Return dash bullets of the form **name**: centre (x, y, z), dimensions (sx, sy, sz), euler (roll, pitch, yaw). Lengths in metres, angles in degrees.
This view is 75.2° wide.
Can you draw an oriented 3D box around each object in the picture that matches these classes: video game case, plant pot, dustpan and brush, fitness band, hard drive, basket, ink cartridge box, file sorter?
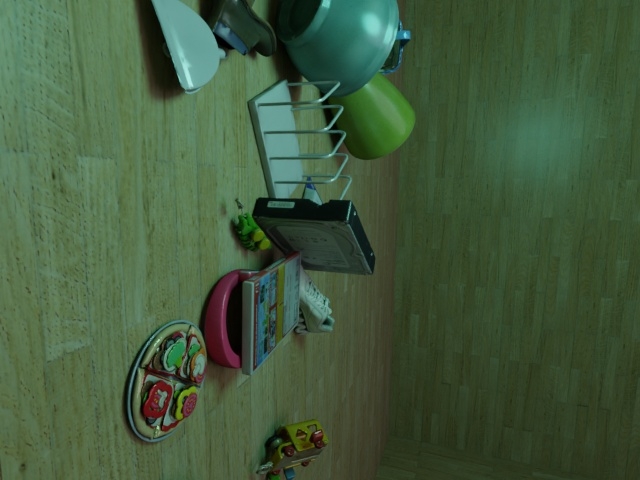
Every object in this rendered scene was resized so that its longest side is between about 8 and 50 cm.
- **video game case**: centre (-0.106, 0.151, 0.962), dimensions (0.285, 0.025, 0.203), euler (-34, 129, -70)
- **plant pot**: centre (0.014, -0.532, 1.022), dimensions (0.196, 0.293, 0.292), euler (11, 82, -43)
- **dustpan and brush**: centre (-0.208, -0.328, 0.713), dimensions (0.211, 0.060, 0.147), euler (-40, 118, -56)
- **fitness band**: centre (-0.160, 0.169, 0.922), dimensions (0.291, 0.054, 0.208), euler (20, 76, -72)
- **plant pot**: centre (0.141, -0.472, 1.418), dimensions (0.293, 0.275, 0.274), euler (41, 53, -47)
- **hard drive**: centre (0.000, 0.000, 1.079), dimensions (0.339, 0.237, 0.064), euler (57, 41, -61)
- **basket**: centre (0.173, -0.671, 1.432), dimensions (0.289, 0.255, 0.200), euler (-57, 146, -74)
- **ink cartridge box**: centre (-0.011, -0.057, 1.325), dimensions (0.223, 0.045, 0.223), euler (59, 38, -58)
- **file sorter**: centre (-0.033, -0.241, 1.037), dimensions (0.192, 0.173, 0.277), euler (-62, 149, -51)

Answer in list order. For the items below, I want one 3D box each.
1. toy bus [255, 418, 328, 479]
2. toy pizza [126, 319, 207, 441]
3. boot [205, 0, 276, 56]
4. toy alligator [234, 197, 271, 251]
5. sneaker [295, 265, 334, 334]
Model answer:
- **toy bus**: centre (-0.083, 0.556, 1.135), dimensions (0.104, 0.191, 0.202), euler (52, -14, 41)
- **toy pizza**: centre (-0.248, 0.239, 0.714), dimensions (0.201, 0.032, 0.201), euler (3, 90, -71)
- **boot**: centre (-0.160, -0.409, 0.829), dimensions (0.106, 0.082, 0.219), euler (-62, 163, -2)
- **toy alligator**: centre (-0.160, -0.022, 0.903), dimensions (0.051, 0.056, 0.189), euler (-39, 146, -8)
- **sneaker**: centre (-0.032, 0.168, 1.203), dimensions (0.292, 0.119, 0.110), euler (74, 29, -41)
